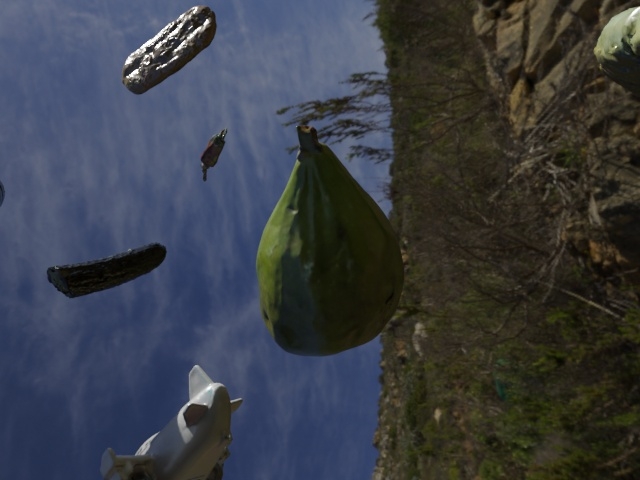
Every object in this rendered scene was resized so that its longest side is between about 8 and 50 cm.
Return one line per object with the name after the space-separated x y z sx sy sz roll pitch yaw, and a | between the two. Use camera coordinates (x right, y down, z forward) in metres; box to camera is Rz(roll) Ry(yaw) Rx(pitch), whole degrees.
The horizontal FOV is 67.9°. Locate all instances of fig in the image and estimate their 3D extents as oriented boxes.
0.021 0.022 0.691 0.233 0.314 0.233 10 -137 -9 | fig

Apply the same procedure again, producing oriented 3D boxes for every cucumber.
-0.377 0.052 0.883 0.245 0.067 0.067 -18 -89 -58 | cucumber

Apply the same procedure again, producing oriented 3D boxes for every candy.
-0.290 -0.235 1.268 0.046 0.182 0.053 24 -140 -17 | candy

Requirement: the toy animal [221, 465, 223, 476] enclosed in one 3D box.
-0.223 0.494 0.895 0.073 0.176 0.217 14 -106 -13 | toy animal

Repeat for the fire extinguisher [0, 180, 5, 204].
-0.572 -0.044 0.725 0.114 0.311 0.095 -4 -71 -25 | fire extinguisher

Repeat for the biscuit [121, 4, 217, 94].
-0.185 -0.230 0.576 0.018 0.147 0.071 31 -146 -60 | biscuit

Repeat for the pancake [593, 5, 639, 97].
0.277 -0.074 0.264 0.253 0.253 0.037 -7 -54 -55 | pancake

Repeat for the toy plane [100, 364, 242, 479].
-0.215 0.320 0.711 0.252 0.118 0.252 -34 -37 -31 | toy plane
